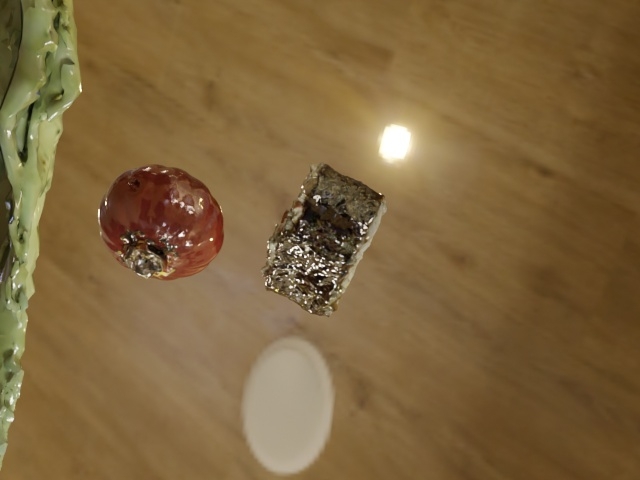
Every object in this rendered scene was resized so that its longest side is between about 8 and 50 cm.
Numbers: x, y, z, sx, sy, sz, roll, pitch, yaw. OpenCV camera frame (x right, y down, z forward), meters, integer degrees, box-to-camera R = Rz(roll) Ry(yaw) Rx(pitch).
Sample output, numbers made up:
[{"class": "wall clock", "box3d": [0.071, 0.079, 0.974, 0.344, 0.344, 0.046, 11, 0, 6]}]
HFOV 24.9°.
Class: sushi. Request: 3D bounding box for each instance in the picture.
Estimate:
[{"class": "sushi", "box3d": [0.000, 0.000, 1.212, 0.150, 0.078, 0.090, 113, 3, -59]}]

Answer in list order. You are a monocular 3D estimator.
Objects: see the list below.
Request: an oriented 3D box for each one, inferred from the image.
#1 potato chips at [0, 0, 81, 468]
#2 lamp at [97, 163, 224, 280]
[{"class": "potato chips", "box3d": [-0.200, -0.047, 0.625, 0.358, 0.070, 0.429, 23, -69, 48]}, {"class": "lamp", "box3d": [-0.125, -0.013, 1.129, 0.101, 0.101, 0.090, -36, -159, 43]}]
